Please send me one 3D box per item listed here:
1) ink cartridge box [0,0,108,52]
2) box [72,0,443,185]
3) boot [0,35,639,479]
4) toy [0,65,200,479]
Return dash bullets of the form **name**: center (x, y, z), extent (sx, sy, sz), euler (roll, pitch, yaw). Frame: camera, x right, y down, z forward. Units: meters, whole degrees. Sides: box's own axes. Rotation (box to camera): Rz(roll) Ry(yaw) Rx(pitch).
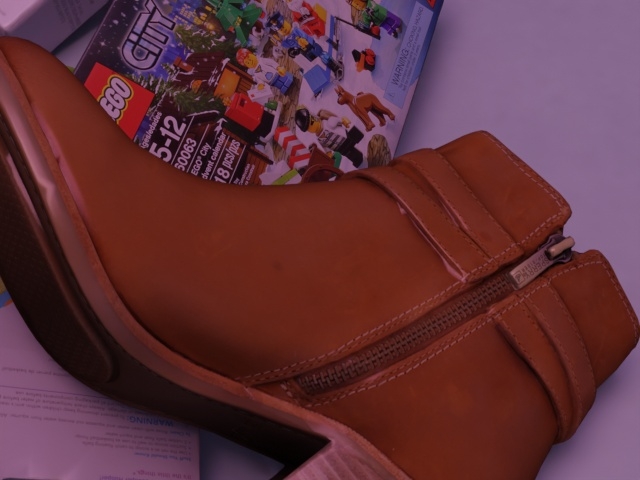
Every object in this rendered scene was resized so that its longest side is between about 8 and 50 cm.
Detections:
- **ink cartridge box**: center (-0.164, -0.243, 0.685), extent (0.189, 0.066, 0.232), euler (42, 71, 10)
- **box**: center (-0.028, -0.100, 0.588), extent (0.159, 0.044, 0.233), euler (29, 55, -15)
- **boot**: center (0.000, 0.000, 0.471), extent (0.220, 0.109, 0.283), euler (-36, 87, -27)
- **toy**: center (-0.129, 0.022, 0.527), extent (0.136, 0.056, 0.237), euler (9, 55, -19)
